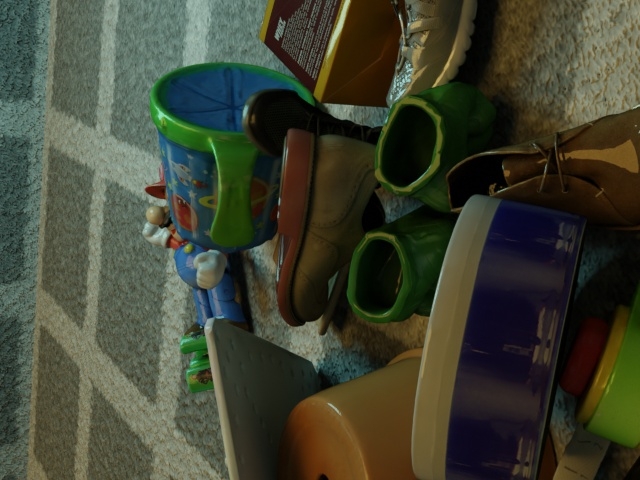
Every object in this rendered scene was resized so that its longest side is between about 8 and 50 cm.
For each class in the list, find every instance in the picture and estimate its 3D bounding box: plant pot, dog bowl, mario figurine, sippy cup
[{"bbox_3d":[0.086,0.260,1.076,0.291,0.204,0.290,-1,89,59],"label":"plant pot"},{"bbox_3d":[0.165,0.096,0.883,0.104,0.265,0.264,11,104,15],"label":"dog bowl"},{"bbox_3d":[-0.228,0.019,1.624,0.198,0.170,0.320,-16,84,23],"label":"mario figurine"},{"bbox_3d":[-0.134,-0.113,1.439,0.240,0.305,0.224,23,128,20],"label":"sippy cup"}]

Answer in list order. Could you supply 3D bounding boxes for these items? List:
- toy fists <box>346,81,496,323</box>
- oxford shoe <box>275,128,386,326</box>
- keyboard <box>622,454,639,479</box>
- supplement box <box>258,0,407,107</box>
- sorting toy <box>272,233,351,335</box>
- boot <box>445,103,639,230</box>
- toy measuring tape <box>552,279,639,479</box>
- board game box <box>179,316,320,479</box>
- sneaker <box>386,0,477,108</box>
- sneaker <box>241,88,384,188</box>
[{"bbox_3d":[0.121,-0.037,1.075,0.096,0.142,0.279,21,112,27],"label":"toy fists"},{"bbox_3d":[0.013,0.006,1.184,0.348,0.130,0.122,95,178,-58],"label":"oxford shoe"},{"bbox_3d":[0.313,0.241,0.869,0.108,0.023,0.180,-117,38,-47],"label":"keyboard"},{"bbox_3d":[0.038,-0.294,1.213,0.194,0.129,0.191,52,133,46],"label":"supplement box"},{"bbox_3d":[0.000,0.000,1.383,0.208,0.038,0.193,58,137,48],"label":"sorting toy"},{"bbox_3d":[0.236,-0.061,0.902,0.305,0.115,0.112,-19,72,57],"label":"boot"},{"bbox_3d":[0.249,0.165,0.855,0.121,0.121,0.330,54,142,44],"label":"toy measuring tape"},{"bbox_3d":[-0.047,0.316,1.193,0.050,0.390,0.389,-17,71,13],"label":"board game box"},{"bbox_3d":[0.114,-0.273,1.077,0.105,0.115,0.281,-105,31,-68],"label":"sneaker"},{"bbox_3d":[0.015,-0.123,1.182,0.130,0.228,0.087,9,79,44],"label":"sneaker"}]
